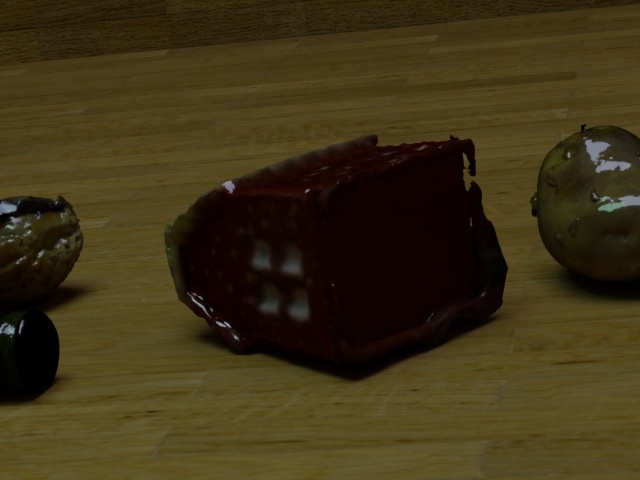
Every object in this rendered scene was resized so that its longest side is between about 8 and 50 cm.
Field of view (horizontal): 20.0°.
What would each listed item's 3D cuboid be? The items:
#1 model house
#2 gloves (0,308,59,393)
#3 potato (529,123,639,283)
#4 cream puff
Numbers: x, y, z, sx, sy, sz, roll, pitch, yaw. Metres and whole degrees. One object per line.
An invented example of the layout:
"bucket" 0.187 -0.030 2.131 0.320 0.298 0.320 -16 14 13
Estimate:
"model house" 0.000 0.000 1.566 0.196 0.160 0.254 -21 19 -39
"gloves" -0.355 0.083 1.534 0.268 0.107 0.135 14 28 10
"potato" 0.261 -0.024 1.606 0.137 0.137 0.176 -8 36 -3
"cream puff" -0.295 0.012 1.762 0.133 0.104 0.119 -7 -19 -28
